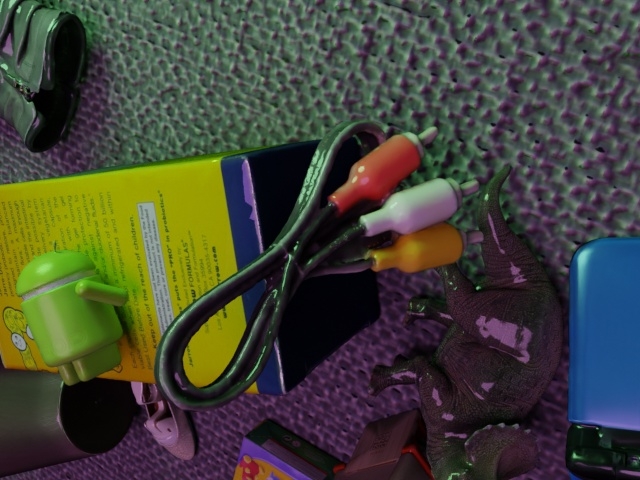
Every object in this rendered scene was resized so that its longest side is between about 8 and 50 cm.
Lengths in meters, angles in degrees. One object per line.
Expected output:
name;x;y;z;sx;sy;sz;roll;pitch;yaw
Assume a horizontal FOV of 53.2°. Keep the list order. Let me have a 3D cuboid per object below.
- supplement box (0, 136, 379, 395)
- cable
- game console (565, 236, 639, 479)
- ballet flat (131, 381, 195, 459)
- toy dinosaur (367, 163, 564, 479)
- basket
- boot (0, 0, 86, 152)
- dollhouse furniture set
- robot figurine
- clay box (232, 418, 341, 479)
supplement box;-0.148;0.017;0.643;0.356;0.194;0.195;-2;102;30
cable;0.000;0.000;0.457;0.072;0.287;0.140;-17;102;57
game console;0.355;0.141;0.494;0.293;0.173;0.250;-1;133;30
ballet flat;-0.208;0.209;0.810;0.057;0.052;0.168;-16;95;31
toy dinosaur;0.143;0.097;0.563;0.160;0.121;0.314;18;79;21
basket;-0.375;0.222;0.853;0.226;0.154;0.205;-9;95;27
boot;-0.364;-0.292;0.745;0.222;0.118;0.338;27;125;18
dollhouse furniture set;0.121;0.317;0.634;0.262;0.135;0.259;-27;100;32
robot figurine;-0.209;0.060;0.534;0.101;0.067;0.115;-21;92;40
clay box;-0.049;0.338;0.754;0.127;0.053;0.222;24;112;23
